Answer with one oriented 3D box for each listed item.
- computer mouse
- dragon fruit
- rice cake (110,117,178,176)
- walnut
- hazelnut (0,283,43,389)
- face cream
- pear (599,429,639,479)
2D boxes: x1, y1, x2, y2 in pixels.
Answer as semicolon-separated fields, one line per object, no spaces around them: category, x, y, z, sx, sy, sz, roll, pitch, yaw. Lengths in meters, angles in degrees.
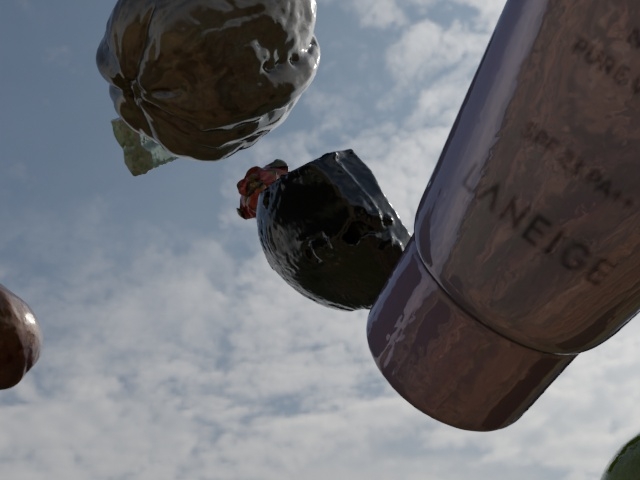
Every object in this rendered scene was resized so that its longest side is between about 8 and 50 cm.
computer mouse;0.000;0.000;0.699;0.073;0.122;0.217;-39;7;-20
dragon fruit;-0.055;-0.062;1.143;0.116;0.086;0.081;-28;-31;-53
rice cake;-0.180;-0.151;1.162;0.040;0.226;0.085;-3;-71;33
walnut;-0.103;-0.188;0.877;0.224;0.224;0.224;-4;-33;-3
hazelnut;-0.403;0.112;1.060;0.143;0.143;0.154;23;-20;-36
face cream;0.114;-0.038;0.357;0.096;0.154;0.274;-24;-31;-48
pear;0.422;0.307;1.006;0.212;0.213;0.269;1;-30;-11
